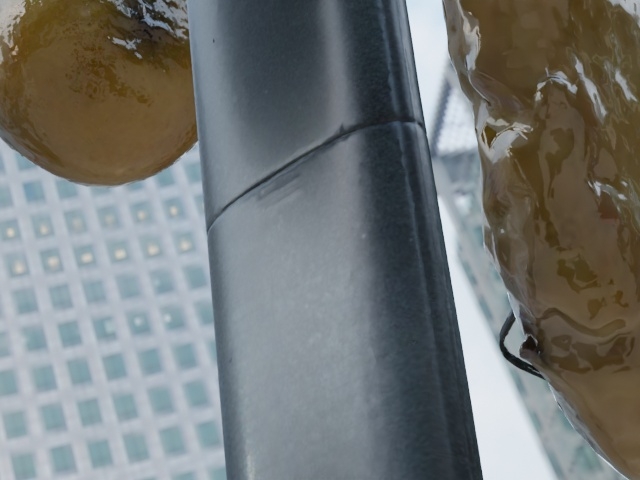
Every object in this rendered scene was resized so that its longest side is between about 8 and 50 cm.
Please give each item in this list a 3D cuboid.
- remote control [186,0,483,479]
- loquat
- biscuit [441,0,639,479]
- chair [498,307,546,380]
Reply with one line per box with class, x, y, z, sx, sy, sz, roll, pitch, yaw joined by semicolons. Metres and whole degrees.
remote control;0.000;0.000;0.620;0.107;0.377;0.044;-28;-36;32
loquat;-0.233;-0.186;1.824;0.263;0.263;0.263;-13;-39;-10
biscuit;0.182;-0.072;0.957;0.104;0.429;0.446;-12;-5;24
chair;0.234;0.000;1.282;0.140;0.145;0.221;-43;-32;-38
